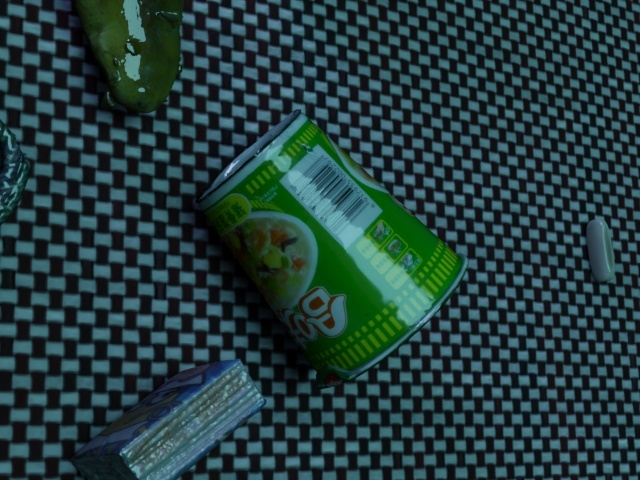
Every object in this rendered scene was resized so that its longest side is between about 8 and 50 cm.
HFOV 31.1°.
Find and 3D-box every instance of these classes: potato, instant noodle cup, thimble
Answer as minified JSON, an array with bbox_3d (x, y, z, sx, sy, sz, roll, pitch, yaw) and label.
[{"bbox_3d":[-0.190,-0.235,1.140,0.117,0.090,0.225,-4,82,-35],"label":"potato"},{"bbox_3d":[0.000,0.000,1.171,0.232,0.207,0.207,49,57,-9],"label":"instant noodle cup"},{"bbox_3d":[-0.330,-0.050,1.002,0.118,0.090,0.135,51,57,-16],"label":"thimble"}]

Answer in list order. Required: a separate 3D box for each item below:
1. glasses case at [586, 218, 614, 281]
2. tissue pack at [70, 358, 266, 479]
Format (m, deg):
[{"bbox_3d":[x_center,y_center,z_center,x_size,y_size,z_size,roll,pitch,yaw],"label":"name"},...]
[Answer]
[{"bbox_3d":[0.369,0.013,1.516,0.021,0.032,0.083,-3,82,-31],"label":"glasses case"},{"bbox_3d":[-0.143,0.177,1.072,0.155,0.115,0.065,-38,102,-36],"label":"tissue pack"}]
